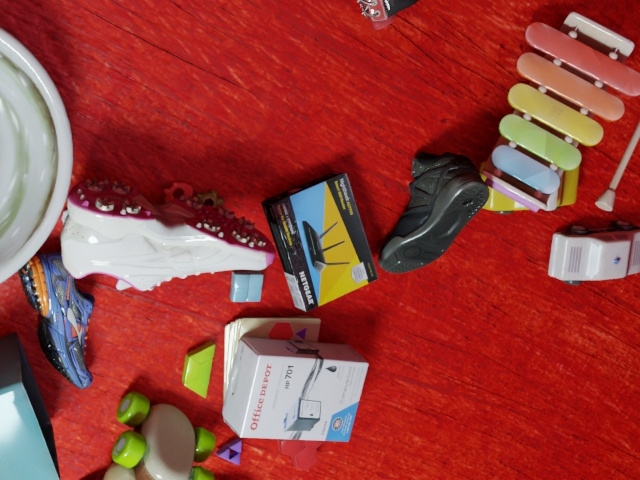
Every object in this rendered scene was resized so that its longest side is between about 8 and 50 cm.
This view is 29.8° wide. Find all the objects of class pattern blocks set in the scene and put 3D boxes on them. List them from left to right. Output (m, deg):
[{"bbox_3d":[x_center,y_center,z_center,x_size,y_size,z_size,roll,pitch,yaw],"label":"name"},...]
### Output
[{"bbox_3d":[-0.080,0.203,1.887,0.286,0.026,0.324,11,103,-28],"label":"pattern blocks set"}]

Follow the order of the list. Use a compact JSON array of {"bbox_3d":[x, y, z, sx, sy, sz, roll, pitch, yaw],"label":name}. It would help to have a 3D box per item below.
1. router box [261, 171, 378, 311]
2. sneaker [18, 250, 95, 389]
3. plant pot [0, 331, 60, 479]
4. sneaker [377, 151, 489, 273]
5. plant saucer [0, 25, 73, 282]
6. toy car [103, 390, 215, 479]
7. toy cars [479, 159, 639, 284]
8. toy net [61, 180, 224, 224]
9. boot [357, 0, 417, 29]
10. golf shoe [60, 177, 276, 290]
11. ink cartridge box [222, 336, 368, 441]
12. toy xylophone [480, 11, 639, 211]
[{"bbox_3d":[0.000,0.000,1.826,0.133,0.046,0.178,-24,107,-21],"label":"router box"},{"bbox_3d":[-0.354,0.113,1.700,0.087,0.083,0.221,-23,120,-25],"label":"sneaker"},{"bbox_3d":[-0.498,0.262,1.639,0.234,0.165,0.165,-18,114,-10],"label":"plant pot"},{"bbox_3d":[0.166,-0.051,1.891,0.087,0.130,0.227,18,127,-30],"label":"sneaker"},{"bbox_3d":[-0.522,-0.111,1.529,0.401,0.100,0.400,-8,110,-22],"label":"plant saucer"},{"bbox_3d":[-0.276,0.347,1.812,0.155,0.149,0.188,34,120,-27],"label":"toy car"},{"bbox_3d":[0.423,-0.031,2.008,0.394,0.087,0.176,40,88,-30],"label":"toy cars"},{"bbox_3d":[-0.249,-0.028,1.718,0.232,0.045,0.122,8,104,-27],"label":"toy net"},{"bbox_3d":[0.034,-0.378,1.709,0.244,0.088,0.176,-14,114,-24],"label":"boot"},{"bbox_3d":[-0.215,0.010,1.673,0.306,0.115,0.140,14,113,-23],"label":"golf shoe"},{"bbox_3d":[-0.039,0.231,1.855,0.191,0.082,0.139,6,104,-28],"label":"ink cartridge box"},{"bbox_3d":[0.393,-0.186,1.880,0.236,0.081,0.322,21,82,3],"label":"toy xylophone"}]
